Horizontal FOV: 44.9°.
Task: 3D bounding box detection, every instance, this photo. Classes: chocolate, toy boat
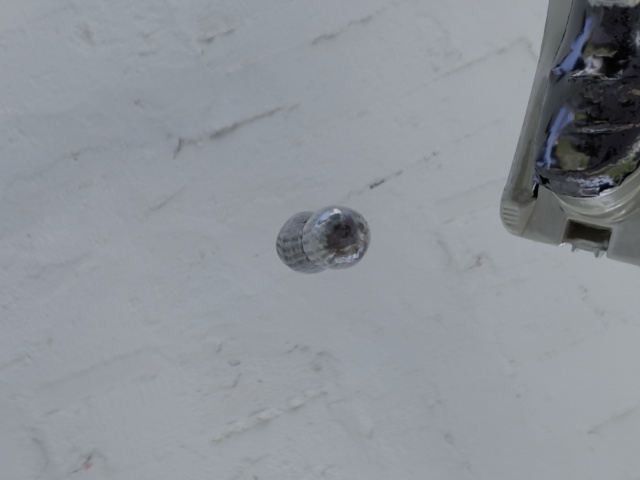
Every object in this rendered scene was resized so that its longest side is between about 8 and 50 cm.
[{"bbox_3d":[0.000,0.000,0.836,0.072,0.167,0.072,2,-96,-23],"label":"chocolate"},{"bbox_3d":[0.186,-0.121,0.475,0.141,0.141,0.269,1,-76,-14],"label":"toy boat"}]
